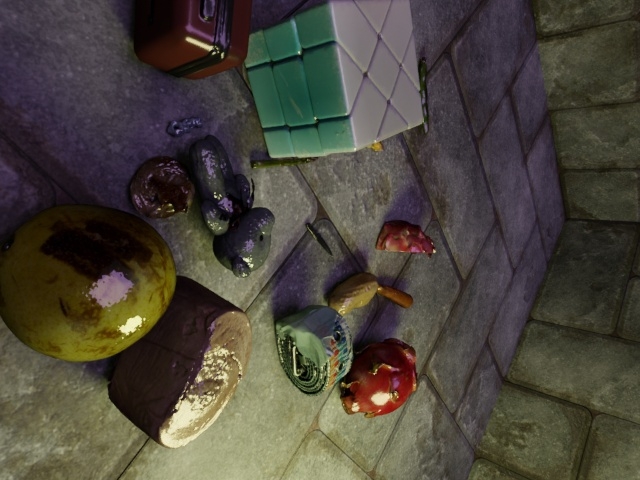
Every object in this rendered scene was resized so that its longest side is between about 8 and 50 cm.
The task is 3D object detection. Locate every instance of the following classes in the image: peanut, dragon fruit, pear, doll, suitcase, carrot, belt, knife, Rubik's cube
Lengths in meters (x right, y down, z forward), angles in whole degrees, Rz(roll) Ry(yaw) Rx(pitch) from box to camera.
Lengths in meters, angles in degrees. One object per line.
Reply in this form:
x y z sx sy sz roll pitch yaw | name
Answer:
0.110 0.179 1.386 0.226 0.095 0.108 -25 110 -41 | peanut
0.211 0.478 1.449 0.315 0.250 0.250 -8 102 -29 | dragon fruit
-0.399 0.063 0.721 0.284 0.284 0.283 -9 102 -45 | pear
0.349 -0.008 1.560 0.274 0.161 0.126 6 93 -45 | dragon fruit
-0.192 -0.076 0.964 0.246 0.158 0.340 -71 155 -72 | doll
-0.247 -0.485 0.813 0.161 0.236 0.296 4 93 -46 | suitcase
0.274 0.205 1.592 0.210 0.061 0.061 29 75 -40 | carrot
-0.017 0.310 1.194 0.150 0.207 0.257 -24 121 -45 | belt
0.000 0.000 1.307 0.023 0.010 0.170 -53 132 -19 | knife
0.037 -0.409 1.065 0.319 0.316 0.321 -31 119 -39 | Rubik's cube

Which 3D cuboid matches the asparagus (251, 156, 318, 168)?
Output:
-0.091 -0.221 1.169 0.249 0.025 0.024 -17 65 -44 | asparagus

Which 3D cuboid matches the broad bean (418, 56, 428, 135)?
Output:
0.395 -0.557 1.614 0.060 0.043 0.297 -21 110 -53 | broad bean

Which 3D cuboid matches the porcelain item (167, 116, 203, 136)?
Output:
-0.306 -0.256 0.938 0.083 0.028 0.036 -31 101 -38 | porcelain item

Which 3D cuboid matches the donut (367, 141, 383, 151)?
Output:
0.183 -0.326 1.430 0.083 0.038 0.067 51 57 -36 | donut

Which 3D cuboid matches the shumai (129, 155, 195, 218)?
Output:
-0.327 -0.119 0.897 0.123 0.105 0.139 53 33 -33 | shumai

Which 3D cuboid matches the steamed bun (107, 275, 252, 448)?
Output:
-0.278 0.249 0.885 0.199 0.252 0.301 39 72 -52 | steamed bun
